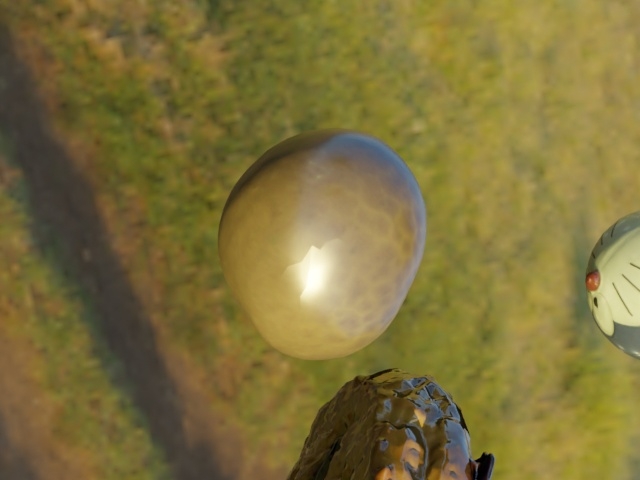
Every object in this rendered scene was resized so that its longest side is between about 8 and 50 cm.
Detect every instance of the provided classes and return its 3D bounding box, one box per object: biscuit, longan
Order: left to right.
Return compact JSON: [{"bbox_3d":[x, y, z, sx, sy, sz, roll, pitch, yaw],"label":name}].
[{"bbox_3d":[-0.006,0.203,1.028,0.296,0.075,0.296,-157,-90,-79],"label":"biscuit"},{"bbox_3d":[0.000,0.000,1.734,0.212,0.198,0.198,-67,162,2],"label":"longan"}]

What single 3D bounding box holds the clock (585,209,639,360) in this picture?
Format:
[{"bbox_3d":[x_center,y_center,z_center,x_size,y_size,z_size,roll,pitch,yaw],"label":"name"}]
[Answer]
[{"bbox_3d":[0.350,0.010,1.761,0.146,0.243,0.199,32,24,-24],"label":"clock"}]
